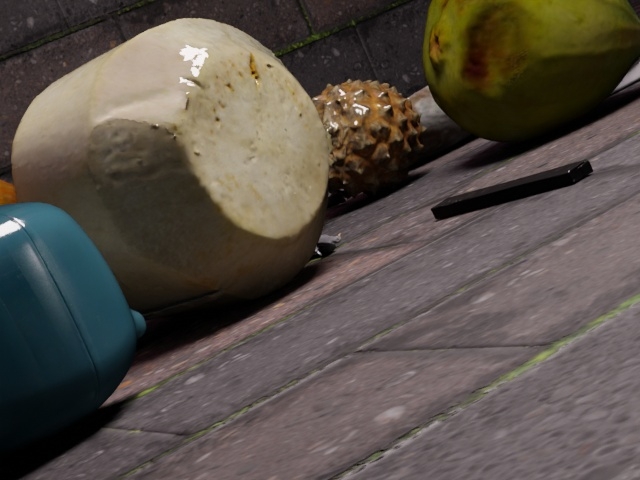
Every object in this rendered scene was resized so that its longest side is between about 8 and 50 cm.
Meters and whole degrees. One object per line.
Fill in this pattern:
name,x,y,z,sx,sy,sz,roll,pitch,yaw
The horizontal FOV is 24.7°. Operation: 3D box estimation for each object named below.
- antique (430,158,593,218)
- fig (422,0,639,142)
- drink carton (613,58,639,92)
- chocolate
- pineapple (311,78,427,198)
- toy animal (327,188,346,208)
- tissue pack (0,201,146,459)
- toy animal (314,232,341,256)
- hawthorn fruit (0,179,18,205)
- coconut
antique,0.180,-0.048,1.401,0.031,0.015,0.192,-29,8,-39
fig,0.263,-0.236,1.772,0.271,0.239,0.239,1,1,-13
drink carton,0.318,-0.227,1.998,0.134,0.102,0.222,-25,6,-29
chocolate,0.175,-0.171,2.115,0.254,0.080,0.157,-31,-11,-35
pineapple,0.062,-0.131,1.924,0.166,0.166,0.193,-19,-11,35
toy animal,-0.051,-0.052,2.060,0.233,0.084,0.148,-26,-5,-8
tissue pack,-0.291,0.080,1.211,0.287,0.198,0.206,-20,9,44
toy animal,0.000,-0.001,1.590,0.050,0.028,0.084,-34,10,-17
hawthorn fruit,-0.395,0.067,1.504,0.277,0.277,0.298,-22,34,11
coconut,-0.154,-0.068,1.491,0.323,0.323,0.323,-23,7,3
